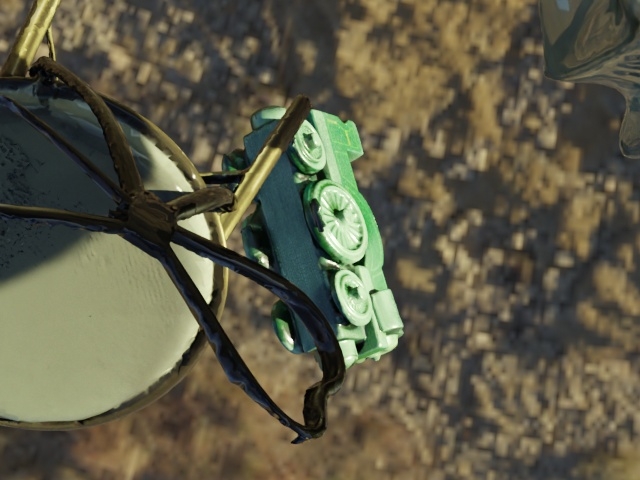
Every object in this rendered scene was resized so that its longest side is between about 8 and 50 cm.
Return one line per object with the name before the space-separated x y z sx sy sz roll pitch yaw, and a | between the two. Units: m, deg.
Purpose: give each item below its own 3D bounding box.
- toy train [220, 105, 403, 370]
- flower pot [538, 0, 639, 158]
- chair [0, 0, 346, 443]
toy train | 0.000 0.000 1.259 0.071 0.178 0.104 -25 163 27
flower pot | 0.243 -0.016 0.799 0.254 0.368 0.164 -14 178 -12
chair | -0.099 -0.002 0.726 0.160 0.326 0.170 39 110 -15
